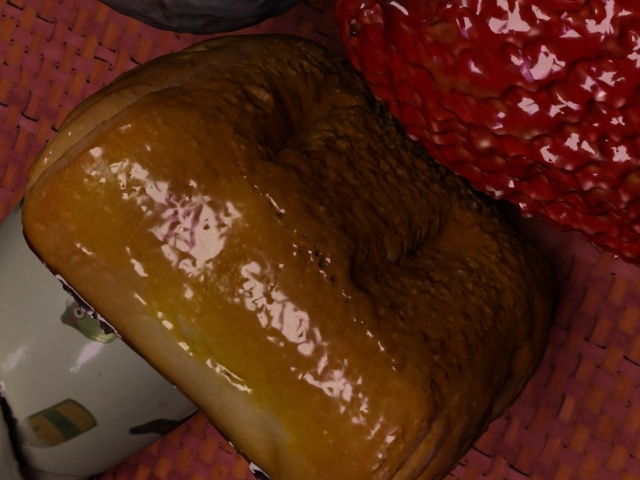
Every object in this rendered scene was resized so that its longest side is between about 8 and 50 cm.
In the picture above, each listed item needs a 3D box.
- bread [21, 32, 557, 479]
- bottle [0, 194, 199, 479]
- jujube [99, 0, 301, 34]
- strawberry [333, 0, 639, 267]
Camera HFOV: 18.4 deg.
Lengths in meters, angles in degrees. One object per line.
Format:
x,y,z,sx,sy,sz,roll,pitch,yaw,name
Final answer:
0.004,-0.005,1.294,0.337,0.328,0.148,45,123,8,bread
-0.197,0.078,1.471,0.352,0.229,0.229,-43,75,25,bottle
-0.085,-0.262,1.346,0.215,0.308,0.246,-12,91,23,jujube
0.206,-0.136,1.259,0.312,0.267,0.351,-44,96,0,strawberry
